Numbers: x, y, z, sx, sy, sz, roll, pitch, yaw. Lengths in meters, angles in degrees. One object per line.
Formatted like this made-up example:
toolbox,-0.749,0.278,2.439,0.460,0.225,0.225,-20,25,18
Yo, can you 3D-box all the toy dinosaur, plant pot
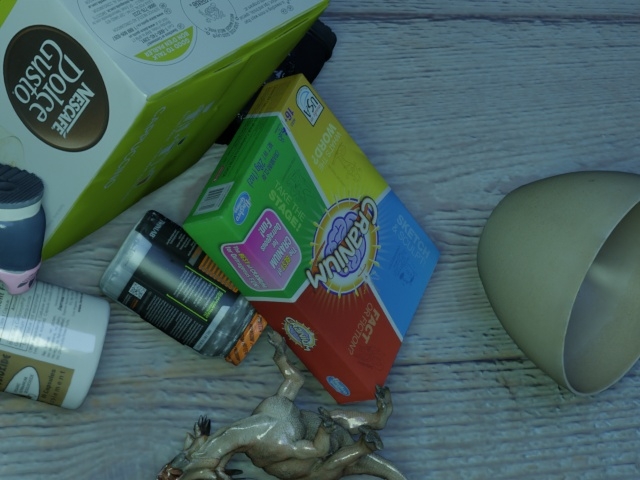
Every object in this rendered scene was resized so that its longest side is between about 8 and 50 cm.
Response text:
toy dinosaur,-0.033,0.239,1.704,0.296,0.200,0.127,26,30,-27
plant pot,0.308,0.028,1.869,0.191,0.284,0.284,27,56,34

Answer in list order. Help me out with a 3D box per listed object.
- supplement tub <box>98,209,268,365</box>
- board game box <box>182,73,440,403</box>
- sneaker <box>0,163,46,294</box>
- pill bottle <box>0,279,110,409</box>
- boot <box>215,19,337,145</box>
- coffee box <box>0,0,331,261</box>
supplement tub,-0.153,0.059,1.751,0.190,0.117,0.117,34,62,-4
board game box,0.000,0.000,1.759,0.316,0.064,0.242,50,48,-29
sneaker,-0.428,-0.028,1.586,0.319,0.131,0.112,17,31,29
pill bottle,-0.359,0.098,1.654,0.229,0.131,0.131,17,65,-12
boot,-0.113,-0.233,1.894,0.246,0.094,0.207,32,58,-12
coffee box,-0.265,-0.231,1.657,0.334,0.337,0.338,48,43,4
